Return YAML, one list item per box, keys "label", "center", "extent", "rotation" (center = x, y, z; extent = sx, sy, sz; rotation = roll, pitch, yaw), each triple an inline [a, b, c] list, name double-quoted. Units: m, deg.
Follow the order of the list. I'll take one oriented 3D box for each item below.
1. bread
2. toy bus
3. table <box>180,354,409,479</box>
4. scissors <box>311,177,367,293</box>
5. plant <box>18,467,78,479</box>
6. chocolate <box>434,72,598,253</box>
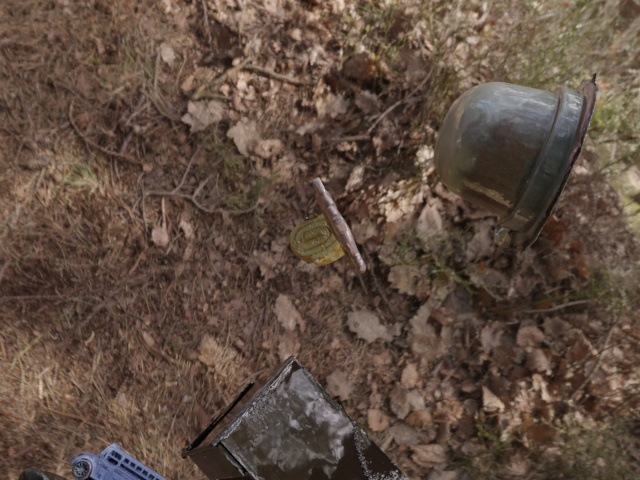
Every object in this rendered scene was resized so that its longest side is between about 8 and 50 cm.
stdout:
- label: "bread"
  center: [0.000, 0.000, 1.387]
  extent: [0.149, 0.073, 0.122]
  rotation: [-26, 61, 10]
- label: "toy bus"
  center: [-0.320, 0.386, 0.926]
  extent: [0.167, 0.073, 0.076]
  rotation: [30, 60, 7]
- label: "table"
  center: [-0.053, 0.387, 0.979]
  extent: [0.282, 0.250, 0.196]
  rotation: [47, 56, 1]
- label: "scissors"
  center: [0.048, 0.020, 0.981]
  extent: [0.024, 0.318, 0.160]
  rotation: [-28, 55, -1]
- label: "plant"
  center: [-0.403, 0.431, 0.772]
  extent: [0.188, 0.276, 0.199]
  rotation: [-22, 69, -12]
- label: "chocolate"
  center: [0.206, -0.101, 0.658]
  extent: [0.147, 0.221, 0.221]
  rotation: [20, 62, 15]
